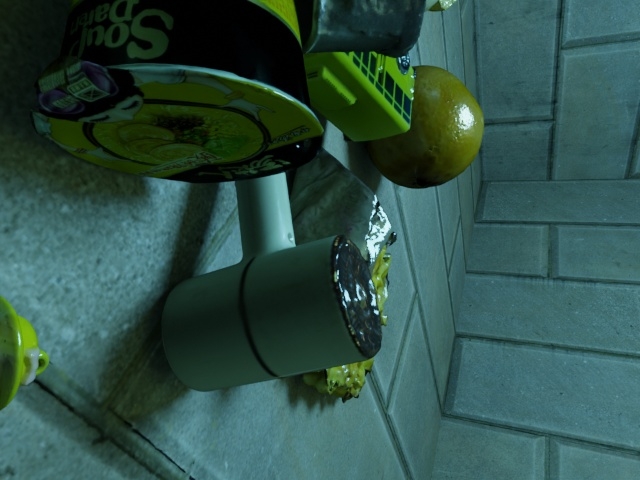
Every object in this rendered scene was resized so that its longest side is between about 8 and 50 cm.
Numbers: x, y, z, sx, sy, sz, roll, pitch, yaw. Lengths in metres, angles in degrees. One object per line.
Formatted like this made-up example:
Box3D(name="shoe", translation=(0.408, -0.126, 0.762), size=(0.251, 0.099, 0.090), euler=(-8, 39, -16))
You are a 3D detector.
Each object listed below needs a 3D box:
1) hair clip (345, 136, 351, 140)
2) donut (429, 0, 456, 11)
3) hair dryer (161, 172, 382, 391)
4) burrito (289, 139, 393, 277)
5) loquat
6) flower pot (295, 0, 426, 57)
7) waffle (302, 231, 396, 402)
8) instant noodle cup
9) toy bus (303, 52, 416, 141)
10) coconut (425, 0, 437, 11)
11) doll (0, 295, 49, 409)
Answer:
Box3D(name="hair clip", translation=(0.074, -0.346, 0.873), size=(0.173, 0.069, 0.301), euler=(-37, 125, -56))
Box3D(name="donut", translation=(0.226, -0.669, 1.102), size=(0.295, 0.151, 0.113), euler=(35, 74, -47))
Box3D(name="hair dryer", translation=(-0.066, -0.032, 0.513), size=(0.128, 0.203, 0.363), euler=(31, 45, -62))
Box3D(name="burrito", translation=(0.013, 0.002, 0.658), size=(0.107, 0.174, 0.348), euler=(83, 20, -61))
Box3D(name="loquat", translation=(0.219, -0.243, 0.984), size=(0.263, 0.262, 0.264), euler=(3, 90, -65))
Box3D(name="flower pot", translation=(0.008, -0.258, 0.460), size=(0.229, 0.108, 0.103), euler=(-116, -153, -47))
Box3D(name="waffle", translation=(0.062, 0.113, 0.872), size=(0.382, 0.095, 0.380), euler=(44, 54, -62))
Box3D(name="instant noodle cup", translation=(-0.107, -0.185, 0.375), size=(0.215, 0.215, 0.237), euler=(17, 68, -64))
Box3D(name="toy bus", translation=(0.039, -0.264, 0.694), size=(0.262, 0.127, 0.150), euler=(23, 70, -53))
Box3D(name="coconut", translation=(0.167, -0.574, 0.904), size=(0.224, 0.224, 0.225), euler=(3, 90, -65))
Box3D(name="doll", translation=(-0.237, 0.058, 0.236), size=(0.129, 0.081, 0.207), euler=(-63, 153, -6))
